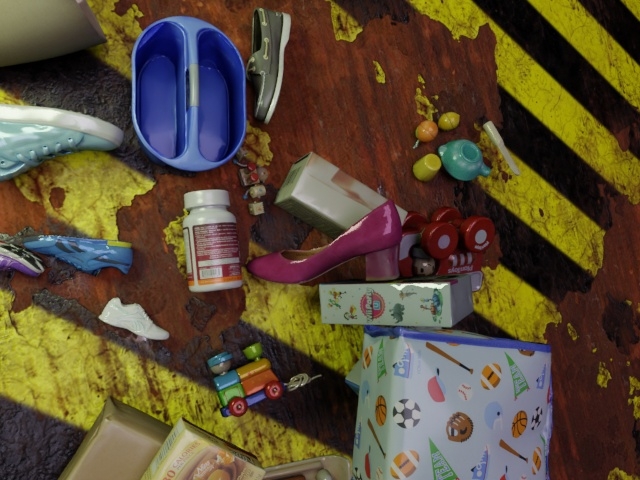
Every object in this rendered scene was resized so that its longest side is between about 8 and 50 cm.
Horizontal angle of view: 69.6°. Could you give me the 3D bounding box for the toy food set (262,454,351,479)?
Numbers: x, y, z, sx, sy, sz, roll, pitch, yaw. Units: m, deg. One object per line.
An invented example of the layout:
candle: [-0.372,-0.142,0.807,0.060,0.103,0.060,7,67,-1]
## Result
toy food set: [-0.066,0.654,1.084,0.305,0.092,0.220,0,85,-23]

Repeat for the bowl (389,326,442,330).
bowl: [0.276,0.265,1.257,0.170,0.080,0.170,-2,95,-22]

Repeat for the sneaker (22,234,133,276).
sneaker: [-0.506,0.033,0.964,0.209,0.069,0.082,7,86,-23]

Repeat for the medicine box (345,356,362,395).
medicine box: [0.248,0.410,1.147,0.289,0.263,0.149,48,70,-12]

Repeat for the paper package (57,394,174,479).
paper package: [-0.371,0.536,0.924,0.324,0.168,0.310,35,75,-17]

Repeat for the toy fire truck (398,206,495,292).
toy fire truck: [0.335,0.050,1.285,0.301,0.169,0.254,-8,107,-23]

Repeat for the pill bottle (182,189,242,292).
pill bottle: [-0.248,0.002,1.048,0.121,0.121,0.221,-5,88,-23]

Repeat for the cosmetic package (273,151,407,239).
cosmetic package: [0.050,-0.083,1.168,0.296,0.153,0.129,30,75,-19]

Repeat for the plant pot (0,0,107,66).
plant pot: [-0.611,-0.447,0.886,0.273,0.256,0.257,-30,98,-6]

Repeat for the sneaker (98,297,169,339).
sneaker: [-0.398,0.174,1.006,0.152,0.053,0.061,28,72,-18]

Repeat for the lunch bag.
lunch bag: [0.271,0.341,0.894,0.385,0.239,0.328,7,82,-14]

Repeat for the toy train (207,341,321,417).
toy train: [-0.134,0.304,1.090,0.247,0.105,0.144,-19,80,-23]

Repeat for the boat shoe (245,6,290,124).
boat shoe: [-0.141,-0.436,1.143,0.091,0.109,0.305,11,75,-21]

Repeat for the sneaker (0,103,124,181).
sneaker: [-0.592,-0.187,0.924,0.365,0.135,0.150,3,92,-14]

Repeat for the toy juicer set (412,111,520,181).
toy juicer set: [0.423,-0.279,1.386,0.328,0.089,0.210,-2,73,-15]

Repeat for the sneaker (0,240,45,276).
sneaker: [-0.642,0.039,0.918,0.169,0.068,0.071,21,93,-12]

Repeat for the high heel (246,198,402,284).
high heel: [0.000,0.000,1.073,0.376,0.127,0.182,-3,105,9]

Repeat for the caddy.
caddy: [-0.292,-0.315,1.026,0.241,0.179,0.342,-1,85,-24]

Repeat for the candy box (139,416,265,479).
candy box: [-0.264,0.514,0.832,0.182,0.087,0.317,37,74,-16]

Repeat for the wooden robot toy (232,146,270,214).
wooden robot toy: [-0.153,-0.154,1.134,0.079,0.076,0.174,-17,93,-34]

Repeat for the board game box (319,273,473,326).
board game box: [0.182,0.137,1.083,0.224,0.303,0.098,0,85,-61]
